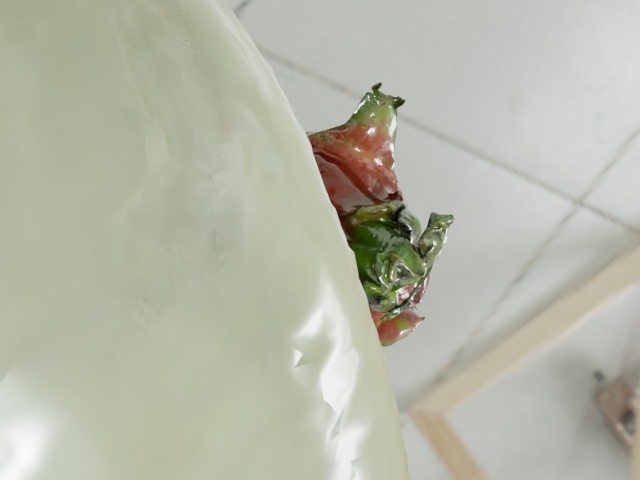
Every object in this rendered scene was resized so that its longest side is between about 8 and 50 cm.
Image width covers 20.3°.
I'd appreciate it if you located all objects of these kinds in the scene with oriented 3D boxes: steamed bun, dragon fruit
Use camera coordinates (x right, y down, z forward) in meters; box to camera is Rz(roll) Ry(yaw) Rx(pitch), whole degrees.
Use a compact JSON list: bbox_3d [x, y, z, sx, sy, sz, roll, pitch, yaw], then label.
[{"bbox_3d":[-0.135,0.043,0.481,0.233,0.334,0.312,-25,116,-23],"label":"steamed bun"},{"bbox_3d":[0.001,-0.004,0.908,0.135,0.137,0.236,-8,169,-23],"label":"dragon fruit"}]
